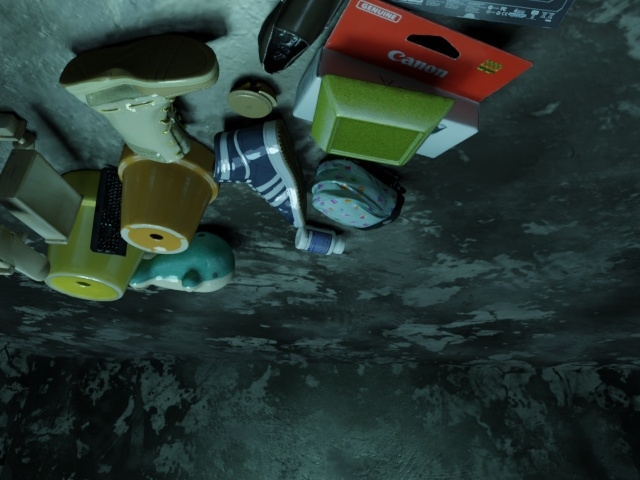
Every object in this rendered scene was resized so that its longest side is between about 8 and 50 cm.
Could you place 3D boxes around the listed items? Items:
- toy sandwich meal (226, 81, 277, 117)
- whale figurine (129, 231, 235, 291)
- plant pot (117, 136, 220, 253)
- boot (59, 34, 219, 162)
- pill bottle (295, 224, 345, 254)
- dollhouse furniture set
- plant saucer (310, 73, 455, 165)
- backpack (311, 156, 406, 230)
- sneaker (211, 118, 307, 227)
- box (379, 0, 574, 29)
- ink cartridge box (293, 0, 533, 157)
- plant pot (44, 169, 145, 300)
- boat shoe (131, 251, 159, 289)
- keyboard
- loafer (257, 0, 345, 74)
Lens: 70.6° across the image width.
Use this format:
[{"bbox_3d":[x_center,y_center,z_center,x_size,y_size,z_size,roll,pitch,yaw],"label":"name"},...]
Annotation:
[{"bbox_3d":[-0.117,-0.239,0.766,0.086,0.029,0.085,7,164,2],"label":"toy sandwich meal"},{"bbox_3d":[-0.362,0.052,1.188,0.272,0.216,0.141,-4,116,-23],"label":"whale figurine"},{"bbox_3d":[-0.317,-0.083,0.919,0.205,0.187,0.205,3,153,2],"label":"plant pot"},{"bbox_3d":[-0.255,-0.219,0.747,0.262,0.095,0.203,-2,152,15],"label":"boot"},{"bbox_3d":[0.000,0.000,1.171,0.120,0.066,0.067,12,152,-16],"label":"pill bottle"},{"bbox_3d":[-0.684,-0.072,0.864,0.356,0.302,0.173,2,154,4],"label":"dollhouse furniture set"},{"bbox_3d":[0.082,-0.169,0.696,0.189,0.045,0.188,10,167,-4],"label":"plant saucer"},{"bbox_3d":[0.069,-0.093,0.931,0.152,0.115,0.182,-19,143,41],"label":"backpack"},{"bbox_3d":[-0.119,-0.121,0.913,0.153,0.099,0.282,-6,145,8],"label":"sneaker"},{"bbox_3d":[0.193,-0.340,0.496,0.231,0.056,0.183,5,152,-2],"label":"box"},{"bbox_3d":[0.123,-0.222,0.676,0.276,0.060,0.239,13,167,-17],"label":"ink cartridge box"},{"bbox_3d":[-0.520,0.003,1.060,0.254,0.238,0.254,4,152,2],"label":"plant pot"},{"bbox_3d":[-0.545,0.086,1.347,0.343,0.123,0.123,-3,152,13],"label":"boat shoe"},{"bbox_3d":[-0.428,-0.063,0.972,0.100,0.191,0.038,10,164,-36],"label":"keyboard"},{"bbox_3d":[-0.017,-0.293,0.589,0.080,0.078,0.220,17,150,-24],"label":"loafer"}]
